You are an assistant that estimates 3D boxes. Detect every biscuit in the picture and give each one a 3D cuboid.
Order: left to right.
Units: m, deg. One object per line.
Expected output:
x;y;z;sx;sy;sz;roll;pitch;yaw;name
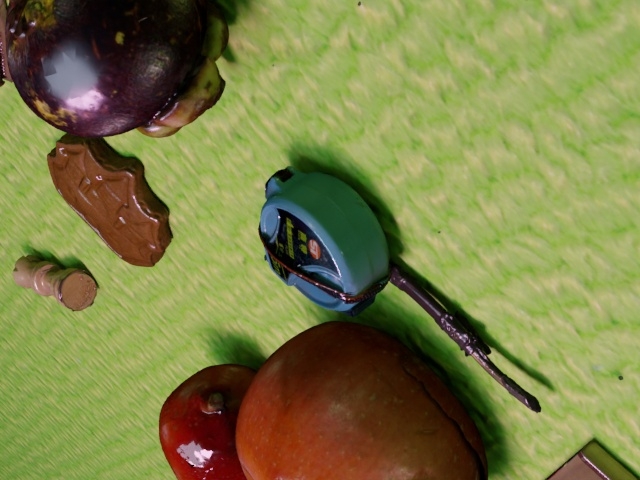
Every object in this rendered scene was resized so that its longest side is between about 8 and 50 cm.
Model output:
-0.243;-0.049;1.724;0.182;0.034;0.215;46;155;-2;biscuit

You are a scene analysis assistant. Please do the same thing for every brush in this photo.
-0.357;-0.242;1.607;0.043;0.036;0.248;37;154;9;brush

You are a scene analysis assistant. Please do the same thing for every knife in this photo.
0.121;0.077;1.366;0.222;0.021;0.045;40;154;21;knife

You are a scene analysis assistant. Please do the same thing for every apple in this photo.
0.031;0.218;1.505;0.251;0.206;0.272;29;152;38;apple

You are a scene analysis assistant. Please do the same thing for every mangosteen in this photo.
-0.158;-0.171;1.266;0.217;0.192;0.192;21;173;-38;mangosteen

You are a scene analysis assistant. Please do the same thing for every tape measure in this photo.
0.000;0.000;1.365;0.146;0.081;0.125;36;148;31;tape measure

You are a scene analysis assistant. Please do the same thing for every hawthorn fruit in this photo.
-0.111;0.222;1.795;0.169;0.169;0.188;35;150;21;hawthorn fruit

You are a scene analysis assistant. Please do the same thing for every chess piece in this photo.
-0.374;0.054;2.063;0.172;0.060;0.060;15;142;51;chess piece

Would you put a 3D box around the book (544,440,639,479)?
0.277;0.285;1.434;0.161;0.026;0.231;42;155;9;book
